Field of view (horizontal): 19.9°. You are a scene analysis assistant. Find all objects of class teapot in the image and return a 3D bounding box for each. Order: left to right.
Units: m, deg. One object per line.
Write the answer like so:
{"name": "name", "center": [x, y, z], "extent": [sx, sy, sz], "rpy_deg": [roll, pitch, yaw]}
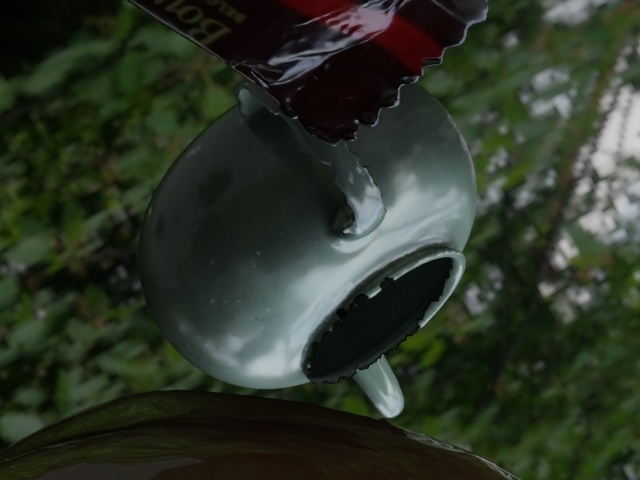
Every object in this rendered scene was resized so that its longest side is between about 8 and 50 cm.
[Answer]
{"name": "teapot", "center": [0.000, 0.000, 0.969], "extent": [0.193, 0.129, 0.294], "rpy_deg": [-35, 159, -12]}

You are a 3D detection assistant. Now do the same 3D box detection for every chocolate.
{"name": "chocolate", "center": [-0.040, -0.096, 0.545], "extent": [0.086, 0.182, 0.028], "rpy_deg": [-40, -150, 33]}

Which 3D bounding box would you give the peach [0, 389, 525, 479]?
{"name": "peach", "center": [-0.028, 0.161, 0.533], "extent": [0.292, 0.248, 0.292], "rpy_deg": [-13, 163, -4]}
